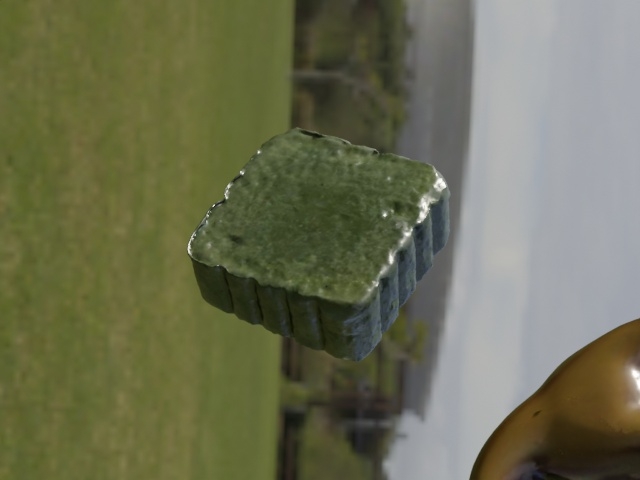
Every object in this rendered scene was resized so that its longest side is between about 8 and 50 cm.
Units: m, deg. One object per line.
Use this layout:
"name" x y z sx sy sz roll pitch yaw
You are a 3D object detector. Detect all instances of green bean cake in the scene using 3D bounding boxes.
"green bean cake" 0.000 0.000 1.613 0.183 0.185 0.094 -56 154 -32

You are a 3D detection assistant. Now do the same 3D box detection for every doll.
"doll" 0.273 0.231 1.519 0.318 0.209 0.340 -55 140 -26
